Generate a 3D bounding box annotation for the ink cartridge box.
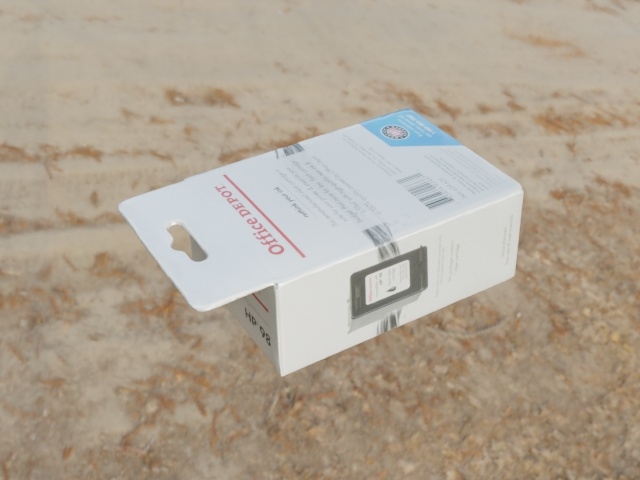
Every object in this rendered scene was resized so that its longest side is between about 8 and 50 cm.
[{"bbox_3d":[0.000,0.000,0.489,0.180,0.060,0.104,-20,40,-23],"label":"ink cartridge box"}]
